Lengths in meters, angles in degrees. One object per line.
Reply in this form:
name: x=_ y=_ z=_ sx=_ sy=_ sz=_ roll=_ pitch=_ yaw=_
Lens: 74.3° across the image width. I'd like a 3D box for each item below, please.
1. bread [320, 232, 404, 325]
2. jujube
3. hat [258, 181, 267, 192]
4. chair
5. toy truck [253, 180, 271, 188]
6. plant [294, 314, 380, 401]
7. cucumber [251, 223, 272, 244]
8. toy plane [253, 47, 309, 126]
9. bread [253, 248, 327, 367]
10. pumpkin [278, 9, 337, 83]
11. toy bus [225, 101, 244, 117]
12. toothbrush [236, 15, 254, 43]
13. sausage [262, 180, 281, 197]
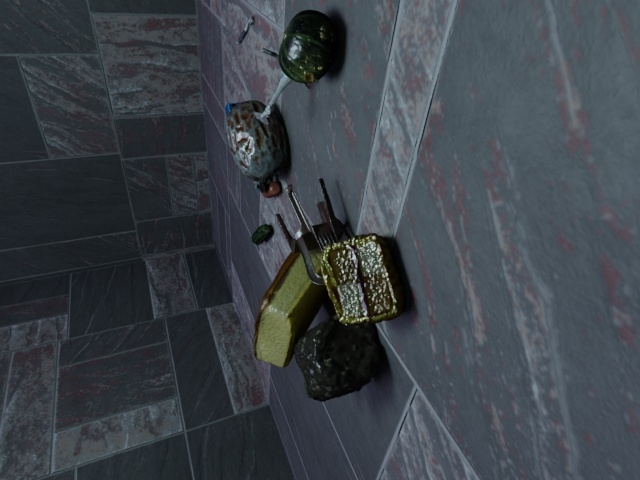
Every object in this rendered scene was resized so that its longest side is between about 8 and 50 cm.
bread: x=0.104 y=0.099 z=1.045 sx=0.096 sy=0.181 sz=0.223 roll=10 pitch=-118 yaw=-66
jujube: x=-0.252 y=-0.378 z=1.650 sx=0.308 sy=0.215 sz=0.247 roll=64 pitch=151 yaw=23
hat: x=-0.250 y=-0.258 z=1.786 sx=0.121 sy=0.050 sz=0.121 roll=60 pitch=171 yaw=16
chair: x=0.000 y=0.000 z=1.254 sx=0.183 sy=0.175 sz=0.327 roll=108 pitch=144 yaw=-64
toy truck: x=-0.259 y=-0.303 z=1.902 sx=0.169 sy=0.077 sz=0.100 roll=112 pitch=155 yaw=-60
plant: x=0.038 y=0.359 z=1.265 sx=0.312 sy=0.215 sz=0.213 roll=117 pitch=138 yaw=-62
cucumber: x=-0.293 y=-0.036 z=2.121 sx=0.265 sy=0.077 sz=0.077 roll=144 pitch=114 yaw=-65
toy plane: x=-0.108 y=-0.486 z=1.253 sx=0.182 sy=0.273 sz=0.107 roll=50 pitch=167 yaw=-34
bread: x=-0.085 y=0.203 z=1.381 sx=0.143 sy=0.333 sz=0.324 roll=23 pitch=134 yaw=11
pumpkin: x=-0.033 y=-0.513 z=1.126 sx=0.190 sy=0.146 sz=0.191 roll=-164 pitch=90 yaw=-83
toy bus: x=-0.416 y=-0.590 z=2.119 sx=0.090 sy=0.106 sz=0.185 roll=-3 pitch=97 yaw=66
toothbrush: x=-0.335 y=-0.925 z=1.872 sx=0.288 sy=0.024 sz=0.026 roll=10 pitch=123 yaw=67
sausage: x=-0.217 y=-0.221 z=1.844 sx=0.154 sy=0.062 sz=0.062 roll=174 pitch=86 yaw=-69
